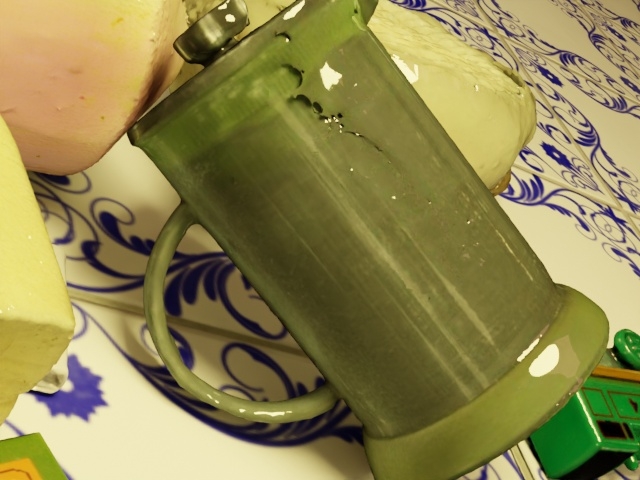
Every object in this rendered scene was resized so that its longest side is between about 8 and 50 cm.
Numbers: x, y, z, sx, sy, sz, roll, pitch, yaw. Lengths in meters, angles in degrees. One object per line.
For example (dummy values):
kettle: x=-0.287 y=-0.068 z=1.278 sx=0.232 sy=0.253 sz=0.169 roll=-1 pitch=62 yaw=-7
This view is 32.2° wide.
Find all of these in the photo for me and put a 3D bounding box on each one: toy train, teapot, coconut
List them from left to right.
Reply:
coconut: x=-0.211 y=-0.163 z=0.795 sx=0.245 sy=0.233 sz=0.233 roll=9 pitch=38 yaw=-38
teapot: x=0.000 y=0.000 z=0.764 sx=0.337 sy=0.270 sz=0.200 roll=53 pitch=-6 yaw=-9
toy train: x=0.248 y=0.150 z=0.996 sx=0.227 sy=0.091 sz=0.136 roll=15 pitch=45 yaw=-38

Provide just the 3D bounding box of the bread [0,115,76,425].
bread: x=-0.212 y=0.017 z=0.626 sx=0.068 sy=0.125 sz=0.188 roll=19 pitch=32 yaw=-43

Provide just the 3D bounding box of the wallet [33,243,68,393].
wallet: x=-0.193 y=0.043 z=0.716 sx=0.061 sy=0.025 sz=0.122 roll=22 pitch=31 yaw=-29

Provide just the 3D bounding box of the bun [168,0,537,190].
bun: x=0.011 y=-0.116 z=1.009 sx=0.359 sy=0.211 sz=0.360 roll=24 pitch=20 yaw=-9

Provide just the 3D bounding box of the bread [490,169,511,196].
bread: x=0.183 y=-0.087 z=1.315 sx=0.082 sy=0.060 sz=0.113 roll=27 pitch=31 yaw=-17

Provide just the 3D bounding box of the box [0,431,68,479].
box: x=-0.170 y=0.186 z=0.355 sx=0.195 sy=0.177 sz=0.148 roll=-4 pitch=47 yaw=-52
